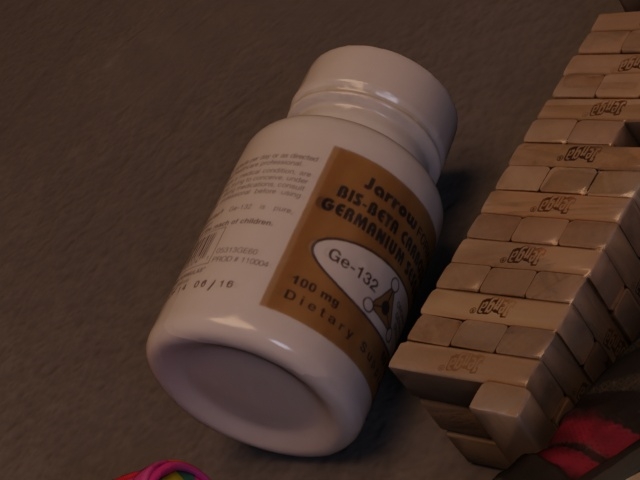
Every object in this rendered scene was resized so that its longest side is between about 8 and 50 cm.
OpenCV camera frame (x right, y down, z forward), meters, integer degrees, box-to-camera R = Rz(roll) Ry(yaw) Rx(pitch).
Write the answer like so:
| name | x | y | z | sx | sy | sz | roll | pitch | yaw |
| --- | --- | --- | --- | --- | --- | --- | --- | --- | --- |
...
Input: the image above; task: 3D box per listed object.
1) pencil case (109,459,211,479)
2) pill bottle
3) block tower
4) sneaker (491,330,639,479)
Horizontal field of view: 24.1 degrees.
| name | x | y | z | sx | sy | sz | roll | pitch | yaw |
| --- | --- | --- | --- | --- | --- | --- | --- | --- | --- |
| pencil case | -0.160 | 0.200 | 0.845 | 0.236 | 0.104 | 0.104 | -23 | 38 | 24 |
| pill bottle | 0.000 | 0.000 | 0.889 | 0.131 | 0.131 | 0.229 | -5 | 47 | 38 |
| block tower | 0.161 | -0.023 | 0.808 | 0.097 | 0.091 | 0.335 | 5 | 53 | 45 |
| sneaker | 0.148 | 0.134 | 0.606 | 0.483 | 0.185 | 0.202 | -35 | -4 | 14 |
